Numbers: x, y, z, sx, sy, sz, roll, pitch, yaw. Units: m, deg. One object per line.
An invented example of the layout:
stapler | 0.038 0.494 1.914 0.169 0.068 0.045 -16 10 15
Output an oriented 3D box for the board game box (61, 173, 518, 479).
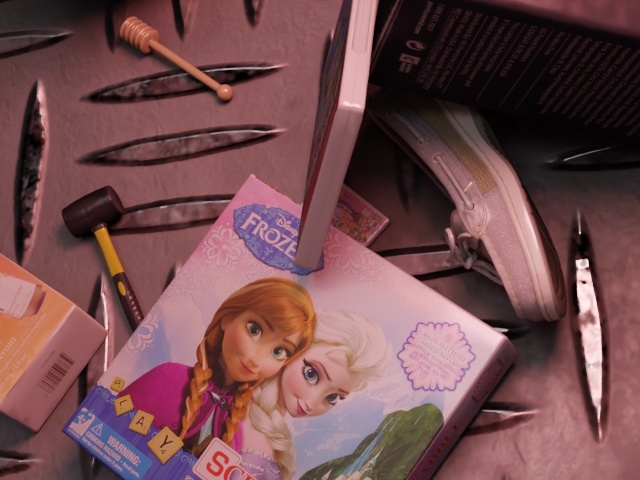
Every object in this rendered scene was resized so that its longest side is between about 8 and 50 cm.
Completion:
board game box | -0.034 0.145 1.283 0.318 0.066 0.318 32 82 25

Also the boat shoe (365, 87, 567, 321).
boat shoe | 0.141 -0.045 1.299 0.103 0.118 0.320 -30 59 9

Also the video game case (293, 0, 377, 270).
video game case | 0.019 -0.140 1.276 0.025 0.204 0.285 12 45 -4

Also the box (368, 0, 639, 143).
box | 0.266 -0.270 1.219 0.395 0.212 0.293 12 73 -4

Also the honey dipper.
honey dipper | -0.157 -0.200 1.497 0.160 0.030 0.030 34 80 23

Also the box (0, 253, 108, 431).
box | -0.331 0.092 1.386 0.170 0.091 0.130 30 78 25

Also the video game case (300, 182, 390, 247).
video game case | 0.000 0.000 1.373 0.087 0.011 0.122 40 83 26

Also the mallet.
mallet | -0.206 0.026 1.412 0.062 0.039 0.190 -35 67 3
